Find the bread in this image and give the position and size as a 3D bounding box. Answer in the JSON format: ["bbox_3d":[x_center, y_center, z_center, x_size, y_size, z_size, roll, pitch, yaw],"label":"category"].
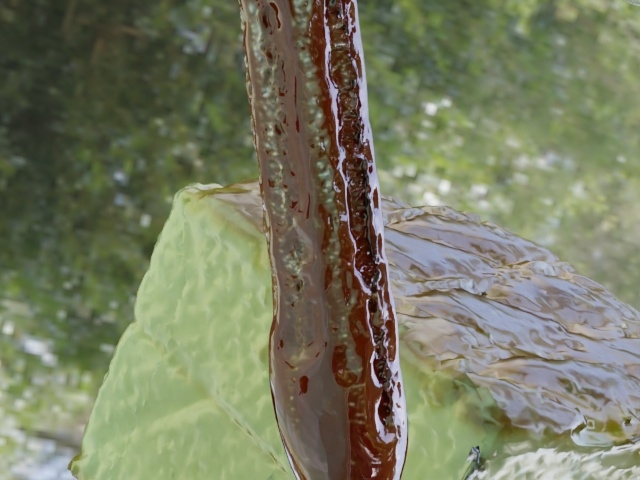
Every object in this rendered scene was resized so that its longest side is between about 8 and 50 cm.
[{"bbox_3d":[0.062,0.114,1.040,0.279,0.279,0.207,39,-66,47],"label":"bread"}]

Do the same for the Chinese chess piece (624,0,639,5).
[{"bbox_3d":[0.137,-0.142,0.415,0.270,0.270,0.112,-16,-117,43],"label":"Chinese chess piece"}]

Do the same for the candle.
[{"bbox_3d":[0.000,0.000,0.710,0.048,0.051,0.329,-7,-81,2],"label":"candle"}]
